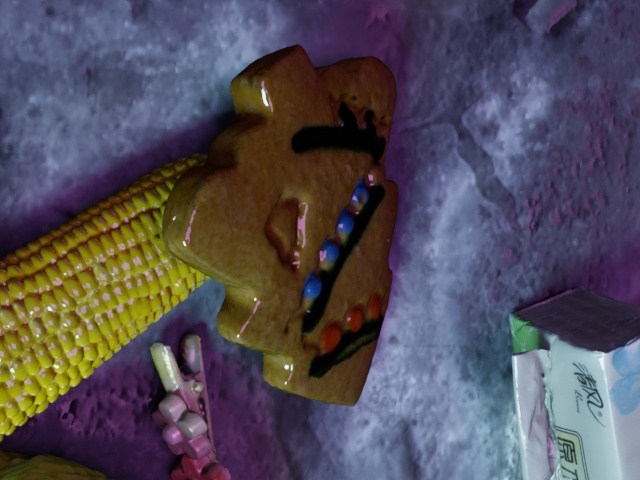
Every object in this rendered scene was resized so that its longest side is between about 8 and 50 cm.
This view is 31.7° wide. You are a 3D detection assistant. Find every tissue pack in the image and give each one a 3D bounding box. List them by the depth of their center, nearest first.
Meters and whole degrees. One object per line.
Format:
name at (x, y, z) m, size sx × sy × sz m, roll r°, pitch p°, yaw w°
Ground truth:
tissue pack at (0.231, 0.178, 0.976) m, size 0.145 × 0.159 × 0.229 m, roll -16°, pitch 104°, yaw -16°

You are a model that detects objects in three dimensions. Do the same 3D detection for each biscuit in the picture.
biscuit at (0.001, 0.000, 0.851) m, size 0.278 × 0.043 × 0.301 m, roll -48°, pitch 133°, yaw -42°

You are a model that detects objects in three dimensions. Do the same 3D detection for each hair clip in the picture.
hair clip at (-0.091, 0.176, 0.870) m, size 0.056 × 0.062 × 0.213 m, roll -22°, pitch 102°, yaw -47°

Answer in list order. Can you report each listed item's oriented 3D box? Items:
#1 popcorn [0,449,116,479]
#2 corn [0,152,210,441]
popcorn at (-0.212, 0.254, 0.765) m, size 0.286 × 0.174 × 0.225 m, roll -7°, pitch 85°, yaw -16°
corn at (-0.173, 0.040, 0.792) m, size 0.305 × 0.106 × 0.106 m, roll -36°, pitch 111°, yaw -23°
